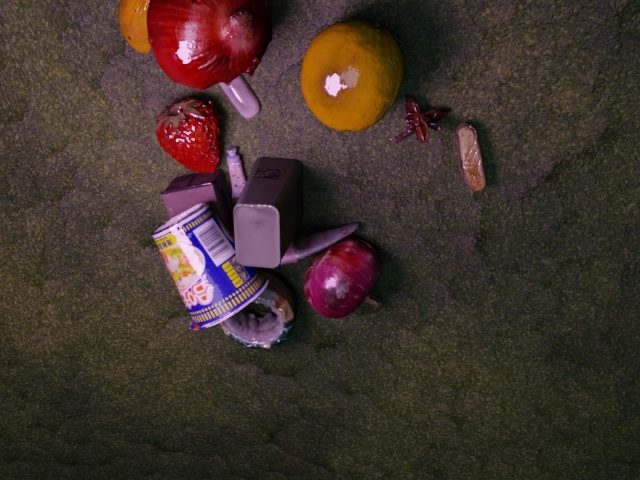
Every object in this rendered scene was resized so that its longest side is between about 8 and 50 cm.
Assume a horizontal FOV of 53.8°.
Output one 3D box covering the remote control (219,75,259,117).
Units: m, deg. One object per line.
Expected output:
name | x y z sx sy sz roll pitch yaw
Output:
remote control | -0.267 -0.467 1.896 0.073 0.044 0.229 -26 111 23

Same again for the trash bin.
trash bin | -0.150 -0.089 1.911 0.158 0.343 0.222 3 117 5

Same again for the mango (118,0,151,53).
mango | -0.492 -0.654 1.796 0.157 0.109 0.262 29 120 -11

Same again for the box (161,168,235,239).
box | -0.385 -0.084 2.057 0.188 0.153 0.252 -10 115 11

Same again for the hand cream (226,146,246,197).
hand cream | -0.269 -0.215 2.031 0.065 0.043 0.170 -4 119 7

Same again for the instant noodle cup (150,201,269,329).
instant noodle cup | -0.348 0.063 1.905 0.284 0.284 0.312 -24 103 20

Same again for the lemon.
lemon | 0.084 -0.448 1.722 0.297 0.297 0.297 4 118 7

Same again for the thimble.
thimble | -0.225 0.240 2.196 0.288 0.167 0.254 8 117 4

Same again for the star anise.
star anise | 0.286 -0.332 1.871 0.141 0.158 0.144 23 152 7

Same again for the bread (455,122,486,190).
bread | 0.448 -0.251 1.894 0.073 0.053 0.214 -13 112 11

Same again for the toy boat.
toy boat | 0.000 0.000 2.032 0.282 0.206 0.096 -16 104 0

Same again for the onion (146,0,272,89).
onion | -0.302 -0.585 1.687 0.342 0.341 0.341 4 118 7

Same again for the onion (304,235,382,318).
onion | 0.077 0.128 2.057 0.273 0.230 0.256 18 119 8

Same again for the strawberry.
strawberry | -0.389 -0.309 1.944 0.205 0.205 0.244 -10 138 14
